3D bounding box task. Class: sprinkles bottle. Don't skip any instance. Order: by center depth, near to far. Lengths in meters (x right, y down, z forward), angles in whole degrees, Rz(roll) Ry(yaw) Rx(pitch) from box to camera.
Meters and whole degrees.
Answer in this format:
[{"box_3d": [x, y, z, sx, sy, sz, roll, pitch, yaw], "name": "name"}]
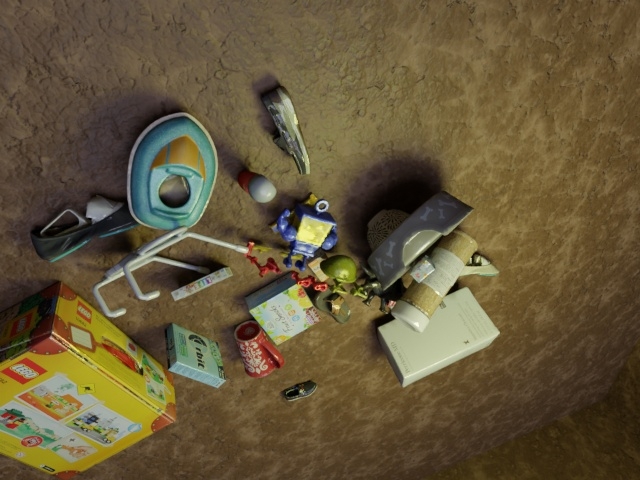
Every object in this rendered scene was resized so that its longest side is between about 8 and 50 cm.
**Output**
[{"box_3d": [0.376, 0.127, 1.414, 0.355, 0.121, 0.121, -53, 131, -12], "name": "sprinkles bottle"}]

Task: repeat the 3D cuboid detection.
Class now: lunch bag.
[{"box_3d": [0.321, 0.088, 1.350, 0.053, 0.083, 0.071, 45, 106, -2], "name": "lunch bag"}]

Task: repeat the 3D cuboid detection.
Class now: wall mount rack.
[{"box_3d": [-0.365, 0.062, 1.047, 0.350, 0.130, 0.304, -24, -174, 43], "name": "wall mount rack"}]

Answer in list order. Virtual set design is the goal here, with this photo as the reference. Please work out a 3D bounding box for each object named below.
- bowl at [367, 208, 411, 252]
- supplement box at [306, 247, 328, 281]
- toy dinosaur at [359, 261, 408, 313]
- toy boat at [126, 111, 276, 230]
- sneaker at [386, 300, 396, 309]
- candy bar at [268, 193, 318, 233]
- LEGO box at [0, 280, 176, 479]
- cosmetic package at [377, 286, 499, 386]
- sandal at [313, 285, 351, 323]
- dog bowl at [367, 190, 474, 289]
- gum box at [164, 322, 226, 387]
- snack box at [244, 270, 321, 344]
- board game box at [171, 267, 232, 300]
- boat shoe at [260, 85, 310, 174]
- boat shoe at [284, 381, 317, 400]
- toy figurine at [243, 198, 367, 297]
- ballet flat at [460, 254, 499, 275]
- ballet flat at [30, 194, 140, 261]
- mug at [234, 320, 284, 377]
[{"box_3d": [0.195, -0.041, 1.299, 0.170, 0.080, 0.170, -40, 167, -11], "name": "bowl"}, {"box_3d": [0.003, 0.078, 1.348, 0.062, 0.036, 0.098, -35, 130, 2], "name": "supplement box"}, {"box_3d": [0.202, 0.138, 1.447, 0.313, 0.121, 0.160, 46, 70, -30], "name": "toy dinosaur"}, {"box_3d": [-0.263, -0.143, 0.977, 0.319, 0.148, 0.267, 3, 107, -32], "name": "toy boat"}, {"box_3d": [0.263, 0.243, 1.582, 0.067, 0.042, 0.118, -12, 121, -20], "name": "sneaker"}, {"box_3d": [-0.076, -0.073, 1.214, 0.162, 0.018, 0.040, -35, 132, 4], "name": "candy bar"}, {"box_3d": [-0.703, 0.405, 1.177, 0.373, 0.193, 0.499, -28, 131, -2], "name": "LEGO box"}, {"box_3d": [0.427, 0.360, 1.611, 0.386, 0.217, 0.156, -24, 150, -9], "name": "cosmetic package"}, {"box_3d": [0.053, 0.223, 1.442, 0.089, 0.060, 0.219, -57, 135, -19], "name": "sandal"}, {"box_3d": [0.281, -0.005, 1.261, 0.349, 0.102, 0.348, -39, 168, -11], "name": "dog bowl"}, {"box_3d": [-0.379, 0.348, 1.302, 0.041, 0.157, 0.184, -43, 129, 9], "name": "gum box"}, {"box_3d": [-0.116, 0.221, 1.381, 0.175, 0.070, 0.207, -29, 130, -3], "name": "snack box"}, {"box_3d": [-0.326, 0.119, 1.197, 0.154, 0.103, 0.026, -25, 89, -5], "name": "board game box"}, {"box_3d": [-0.082, -0.256, 1.041, 0.074, 0.080, 0.223, -20, 125, -2], "name": "boat shoe"}, {"box_3d": [-0.078, 0.587, 1.683, 0.133, 0.048, 0.042, -21, 138, -3], "name": "boat shoe"}, {"box_3d": [0.000, 0.000, 1.173, 0.363, 0.191, 0.217, 15, 107, -26], "name": "toy figurine"}, {"box_3d": [0.557, 0.090, 1.580, 0.249, 0.086, 0.086, -2, 125, -22], "name": "ballet flat"}, {"box_3d": [-0.532, -0.041, 0.992, 0.281, 0.095, 0.096, -25, 119, -5], "name": "ballet flat"}, {"box_3d": [-0.198, 0.350, 1.412, 0.151, 0.113, 0.169, -9, 125, 5], "name": "mug"}]
